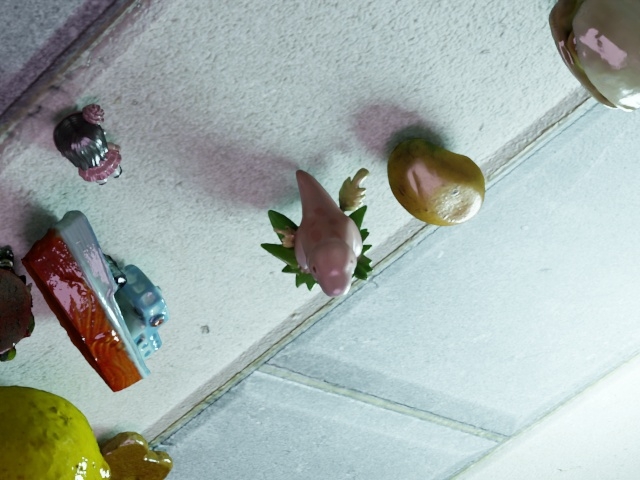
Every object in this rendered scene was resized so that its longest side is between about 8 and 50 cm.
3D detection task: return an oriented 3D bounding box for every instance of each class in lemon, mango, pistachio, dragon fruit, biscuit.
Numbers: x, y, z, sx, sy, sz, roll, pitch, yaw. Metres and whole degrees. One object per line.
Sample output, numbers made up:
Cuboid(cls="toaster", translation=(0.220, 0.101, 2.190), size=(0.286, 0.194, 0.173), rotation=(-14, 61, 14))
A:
Cuboid(cls="lemon", translation=(-0.462, 0.338, 2.168), size=(0.310, 0.258, 0.258), rotation=(-3, 143, -17))
Cuboid(cls="mango", translation=(0.152, -0.076, 2.018), size=(0.165, 0.089, 0.115), rotation=(17, 131, -36))
Cuboid(cls="pistachio", translation=(0.377, -0.242, 1.865), size=(0.223, 0.126, 0.152), rotation=(18, 98, -34))
Cuboid(cls="dragon fruit", translation=(-0.451, 0.103, 1.981), size=(0.142, 0.138, 0.175), rotation=(-44, 180, -33))
Cuboid(cls="biscuit", translation=(-0.364, 0.394, 2.475), size=(0.208, 0.041, 0.290), rotation=(7, 138, -32))

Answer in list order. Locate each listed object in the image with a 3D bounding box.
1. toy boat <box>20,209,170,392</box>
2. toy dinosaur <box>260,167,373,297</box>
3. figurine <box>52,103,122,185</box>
Cuboid(cls="toy boat", translation=(-0.288, 0.065, 1.979), size=(0.133, 0.145, 0.332), rotation=(-37, 150, -13))
Cuboid(cls="toy dinosaur", translation=(-0.007, -0.001, 1.972), size=(0.152, 0.194, 0.177), rotation=(-3, 162, 2))
Cuboid(cls="figurine", translation=(-0.273, -0.111, 1.808), size=(0.072, 0.054, 0.129), rotation=(-25, 147, 3))
